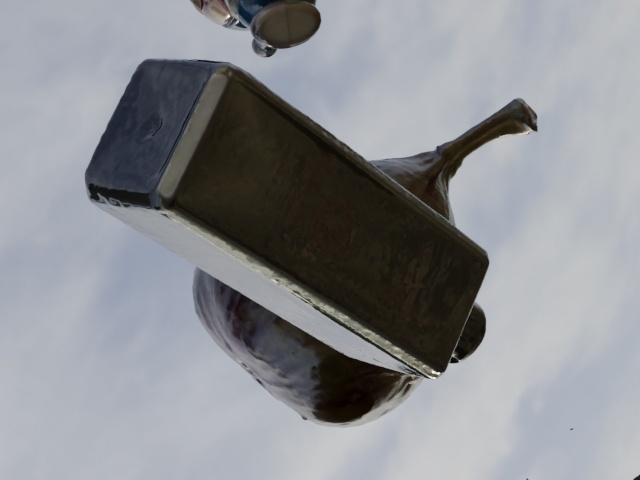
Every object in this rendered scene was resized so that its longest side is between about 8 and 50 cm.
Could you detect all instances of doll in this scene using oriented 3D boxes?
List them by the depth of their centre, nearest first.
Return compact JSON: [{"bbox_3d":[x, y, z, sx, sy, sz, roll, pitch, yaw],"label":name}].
[{"bbox_3d":[-0.043,-0.172,0.863,0.086,0.152,0.114,-11,-62,-14],"label":"doll"}]

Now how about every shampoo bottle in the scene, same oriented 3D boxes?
[{"bbox_3d":[0.000,0.000,0.691,0.246,0.079,0.080,33,-103,-39],"label":"shampoo bottle"}]

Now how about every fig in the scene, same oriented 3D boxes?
[{"bbox_3d":[0.056,-0.003,1.096,0.321,0.217,0.217,-41,-45,-14],"label":"fig"}]

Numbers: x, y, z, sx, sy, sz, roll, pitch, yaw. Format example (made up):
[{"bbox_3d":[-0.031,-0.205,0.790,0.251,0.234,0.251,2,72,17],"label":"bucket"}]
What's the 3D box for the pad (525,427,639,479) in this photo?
[{"bbox_3d":[0.054,0.113,0.356,0.063,0.375,0.315,43,-167,-11],"label":"pad"}]
